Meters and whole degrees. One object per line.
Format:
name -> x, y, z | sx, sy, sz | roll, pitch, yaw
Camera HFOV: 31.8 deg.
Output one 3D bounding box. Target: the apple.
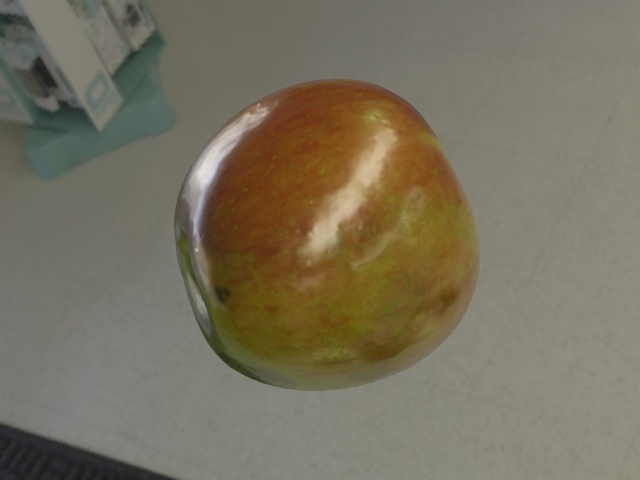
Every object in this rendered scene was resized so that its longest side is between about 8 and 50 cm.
apple -> 0.000, 0.000, 0.695 | 0.196, 0.196, 0.196 | -12, 45, 12
